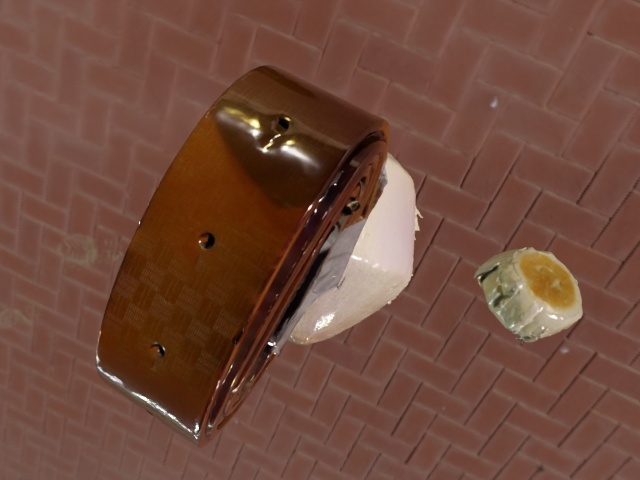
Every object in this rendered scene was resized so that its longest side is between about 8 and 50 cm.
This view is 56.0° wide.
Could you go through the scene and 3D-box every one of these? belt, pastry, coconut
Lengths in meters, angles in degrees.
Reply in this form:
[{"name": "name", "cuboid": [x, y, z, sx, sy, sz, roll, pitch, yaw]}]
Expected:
[{"name": "belt", "cuboid": [-0.049, 0.017, 0.423, 0.105, 0.184, 0.262, 30, 101, 11]}, {"name": "pastry", "cuboid": [0.329, 0.080, 0.945, 0.165, 0.166, 0.088, 36, 134, -2]}, {"name": "coconut", "cuboid": [0.000, 0.000, 0.682, 0.224, 0.224, 0.234, -7, 75, 22]}]
